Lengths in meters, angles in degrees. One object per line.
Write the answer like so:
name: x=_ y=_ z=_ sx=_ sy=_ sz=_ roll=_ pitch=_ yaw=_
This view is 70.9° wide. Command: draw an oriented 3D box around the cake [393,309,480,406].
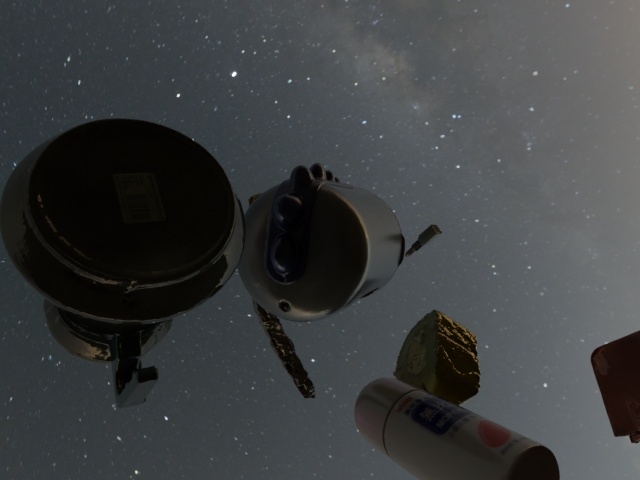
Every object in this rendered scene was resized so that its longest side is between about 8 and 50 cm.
cake: x=0.289 y=0.314 z=1.121 sx=0.156 sy=0.179 sz=0.260 roll=31 pitch=-145 yaw=-3

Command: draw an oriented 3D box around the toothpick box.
toothpick box: x=0.000 y=0.000 z=0.793 sx=0.355 sy=0.263 sz=0.262 roll=-9 pitch=-86 yaw=-69

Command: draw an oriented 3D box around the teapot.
teapot: x=-0.171 y=0.032 z=0.398 sx=0.171 sy=0.225 sz=0.203 roll=-2 pitch=-117 yaw=-31

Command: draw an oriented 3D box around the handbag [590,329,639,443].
handbag: x=0.520 y=0.199 z=0.659 sx=0.059 sy=0.212 sz=0.157 roll=27 pitch=-134 yaw=-14

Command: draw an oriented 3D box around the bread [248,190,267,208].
bread: x=-0.048 y=-0.069 z=1.077 sx=0.237 sy=0.140 sz=0.105 roll=-11 pitch=-100 yaw=-7

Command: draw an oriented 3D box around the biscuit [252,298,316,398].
biscuit: x=-0.085 y=0.210 z=0.928 sx=0.038 sy=0.141 sz=0.289 roll=-30 pitch=-65 yaw=-14

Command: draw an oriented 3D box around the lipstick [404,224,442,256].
lipstick: x=0.225 y=0.005 z=1.012 sx=0.025 sy=0.107 sz=0.025 roll=-4 pitch=-122 yaw=-40

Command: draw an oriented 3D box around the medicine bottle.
medicine bottle: x=0.183 y=0.318 z=0.717 sx=0.131 sy=0.341 sz=0.130 roll=-1 pitch=-87 yaw=-31
